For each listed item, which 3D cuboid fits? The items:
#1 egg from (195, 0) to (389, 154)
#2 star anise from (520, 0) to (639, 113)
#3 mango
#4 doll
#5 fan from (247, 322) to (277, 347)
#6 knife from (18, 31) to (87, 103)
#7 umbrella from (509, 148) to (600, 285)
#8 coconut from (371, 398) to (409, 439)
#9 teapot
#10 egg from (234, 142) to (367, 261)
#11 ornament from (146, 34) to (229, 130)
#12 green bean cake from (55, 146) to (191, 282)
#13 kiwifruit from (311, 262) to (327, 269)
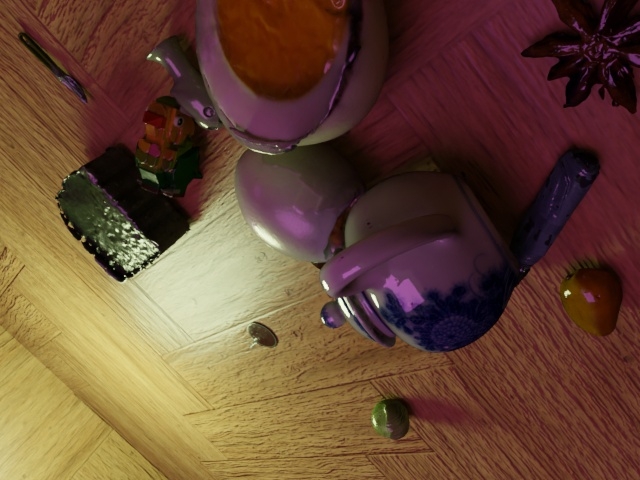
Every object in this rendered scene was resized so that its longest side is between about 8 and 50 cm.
[{"bbox_3d":[-0.020,-0.261,0.696,0.264,0.174,0.287,-9,97,40],"label":"egg"},{"bbox_3d":[0.298,-0.208,0.587,0.167,0.057,0.168,20,138,19],"label":"star anise"},{"bbox_3d":[0.388,0.089,0.795,0.080,0.060,0.114,-11,124,45],"label":"mango"},{"bbox_3d":[-0.268,-0.166,0.996,0.106,0.134,0.187,23,131,19],"label":"doll"},{"bbox_3d":[-0.153,0.244,1.381,0.085,0.005,0.133,40,139,-4],"label":"fan"},{"bbox_3d":[-0.521,-0.337,1.093,0.022,0.026,0.184,-43,96,10],"label":"knife"},{"bbox_3d":[0.300,-0.019,0.765,0.053,0.052,0.251,27,138,11],"label":"umbrella"},{"bbox_3d":[0.156,0.397,1.240,0.087,0.088,0.096,3,134,34],"label":"coconut"},{"bbox_3d":[0.117,0.045,0.778,0.279,0.424,0.253,-32,73,15],"label":"teapot"},{"bbox_3d":[-0.040,-0.071,0.867,0.217,0.183,0.183,28,140,23],"label":"egg"},{"bbox_3d":[-0.208,-0.249,0.904,0.081,0.075,0.156,-37,106,6],"label":"ornament"},{"bbox_3d":[-0.439,-0.055,1.214,0.255,0.132,0.241,49,138,-10],"label":"green bean cake"},{"bbox_3d":[0.000,0.000,0.988,0.075,0.075,0.125,-14,114,43],"label":"kiwifruit"}]
